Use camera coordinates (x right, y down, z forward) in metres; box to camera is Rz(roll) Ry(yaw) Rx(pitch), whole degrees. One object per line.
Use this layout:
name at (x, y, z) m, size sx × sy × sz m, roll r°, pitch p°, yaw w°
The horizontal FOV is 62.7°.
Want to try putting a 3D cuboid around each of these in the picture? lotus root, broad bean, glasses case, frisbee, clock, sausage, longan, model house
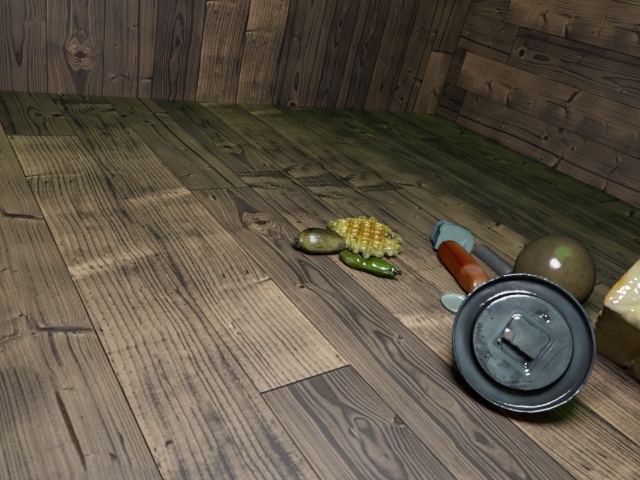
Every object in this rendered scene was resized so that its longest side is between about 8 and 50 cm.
lotus root at (0.000, 0.000, 1.692) m, size 0.179 × 0.080 × 0.089 m, roll 1°, pitch 31°, yaw -24°
broad bean at (0.156, 0.076, 1.658) m, size 0.214 × 0.048 × 0.070 m, roll 20°, pitch 28°, yaw 18°
glasses case at (0.638, 0.077, 1.903) m, size 0.072 × 0.042 × 0.190 m, roll 7°, pitch 27°, yaw -30°
frisbee at (0.418, 0.194, 1.598) m, size 0.110 × 0.014 × 0.110 m, roll 12°, pitch 26°, yaw -6°
clock at (0.472, 0.238, 1.241) m, size 0.319 × 0.319 × 0.066 m, roll 23°, pitch -6°, yaw 17°
sausage at (0.479, 0.094, 1.745) m, size 0.089 × 0.083 × 0.300 m, roll 11°, pitch 29°, yaw -21°
longan at (0.752, 0.102, 1.680) m, size 0.258 × 0.258 × 0.258 m, roll 11°, pitch 27°, yaw -6°
model house at (0.476, -0.020, 1.939) m, size 0.148 × 0.119 × 0.148 m, roll 10°, pitch 19°, yaw -8°

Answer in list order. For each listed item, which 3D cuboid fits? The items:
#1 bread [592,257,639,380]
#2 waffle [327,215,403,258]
bread at (0.940, 0.179, 1.385) m, size 0.390 × 0.371 × 0.279 m, roll -43°, pitch 60°, yaw -10°
waffle at (0.160, -0.014, 1.829) m, size 0.250 × 0.056 × 0.261 m, roll -9°, pitch 37°, yaw -38°
